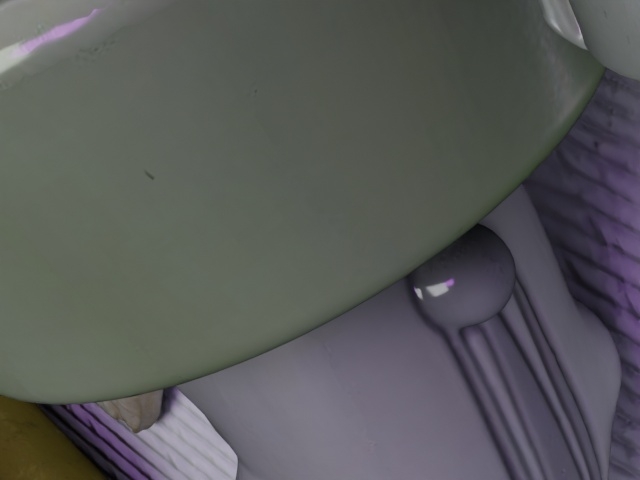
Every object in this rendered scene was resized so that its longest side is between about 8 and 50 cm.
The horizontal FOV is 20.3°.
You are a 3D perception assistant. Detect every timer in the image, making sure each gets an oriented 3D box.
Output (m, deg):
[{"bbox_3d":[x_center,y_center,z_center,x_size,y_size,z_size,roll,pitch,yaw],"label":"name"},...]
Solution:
[{"bbox_3d":[0.000,0.000,0.634,0.291,0.291,0.315,3,130,51],"label":"timer"}]

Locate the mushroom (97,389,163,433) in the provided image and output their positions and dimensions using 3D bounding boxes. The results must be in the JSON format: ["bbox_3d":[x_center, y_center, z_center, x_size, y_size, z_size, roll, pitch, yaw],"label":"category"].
[{"bbox_3d":[-0.087,0.042,0.903,0.059,0.054,0.202,61,148,18],"label":"mushroom"}]

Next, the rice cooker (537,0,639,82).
[{"bbox_3d":[0.131,-0.141,0.381,0.226,0.226,0.244,4,121,51],"label":"rice cooker"}]

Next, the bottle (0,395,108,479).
[{"bbox_3d":[-0.188,0.186,0.997,0.351,0.171,0.171,41,135,32],"label":"bottle"}]
